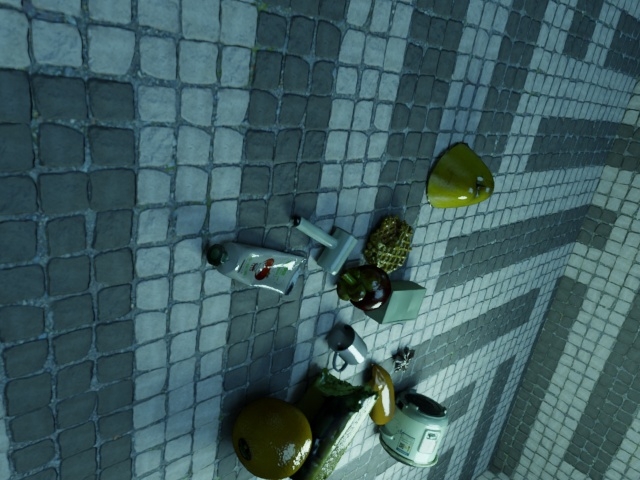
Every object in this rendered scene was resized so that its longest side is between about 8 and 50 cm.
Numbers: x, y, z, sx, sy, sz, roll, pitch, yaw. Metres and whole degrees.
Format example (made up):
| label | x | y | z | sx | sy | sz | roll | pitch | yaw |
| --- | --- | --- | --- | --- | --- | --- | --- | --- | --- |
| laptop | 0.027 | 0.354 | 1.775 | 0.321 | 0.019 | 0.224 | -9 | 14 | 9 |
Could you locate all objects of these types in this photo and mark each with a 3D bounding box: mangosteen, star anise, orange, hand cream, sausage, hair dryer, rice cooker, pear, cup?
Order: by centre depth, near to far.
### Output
| label | x | y | z | sx | sy | sz | roll | pitch | yaw |
| --- | --- | --- | --- | --- | --- | --- | --- | --- | --- |
| hand cream | -0.154 | 0.068 | 1.198 | 0.336 | 0.076 | 0.121 | 23 | 96 | -55 |
| hair dryer | 0.000 | 0.000 | 1.302 | 0.236 | 0.073 | 0.131 | 34 | 87 | -46 |
| orange | -0.141 | 0.574 | 1.357 | 0.236 | 0.236 | 0.236 | -23 | 126 | -35 |
| mangosteen | 0.135 | 0.148 | 1.448 | 0.156 | 0.146 | 0.181 | -48 | 156 | 14 |
| cup | 0.079 | 0.362 | 1.562 | 0.136 | 0.099 | 0.133 | -41 | 137 | -4 |
| pear | 0.514 | -0.198 | 1.627 | 0.267 | 0.178 | 0.266 | -27 | 133 | -33 |
| sausage | 0.237 | 0.601 | 1.849 | 0.112 | 0.112 | 0.328 | -30 | 128 | -30 |
| star anise | 0.333 | 0.493 | 1.914 | 0.129 | 0.056 | 0.124 | 21 | 97 | -49 |
| rice cooker | 0.402 | 0.825 | 2.019 | 0.317 | 0.264 | 0.316 | -6 | 107 | -21 |

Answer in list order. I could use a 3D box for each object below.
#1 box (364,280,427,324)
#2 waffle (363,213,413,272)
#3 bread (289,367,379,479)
| label | x | y | z | sx | sy | sz | roll | pitch | yaw |
| --- | --- | --- | --- | --- | --- | --- | --- | --- | --- |
| box | 0.275 | 0.220 | 1.683 | 0.225 | 0.086 | 0.129 | 4 | 107 | -46 |
| waffle | 0.227 | 0.017 | 1.534 | 0.193 | 0.070 | 0.197 | -52 | 138 | -9 |
| bread | 0.005 | 0.618 | 1.541 | 0.251 | 0.208 | 0.376 | 28 | 91 | -56 |
